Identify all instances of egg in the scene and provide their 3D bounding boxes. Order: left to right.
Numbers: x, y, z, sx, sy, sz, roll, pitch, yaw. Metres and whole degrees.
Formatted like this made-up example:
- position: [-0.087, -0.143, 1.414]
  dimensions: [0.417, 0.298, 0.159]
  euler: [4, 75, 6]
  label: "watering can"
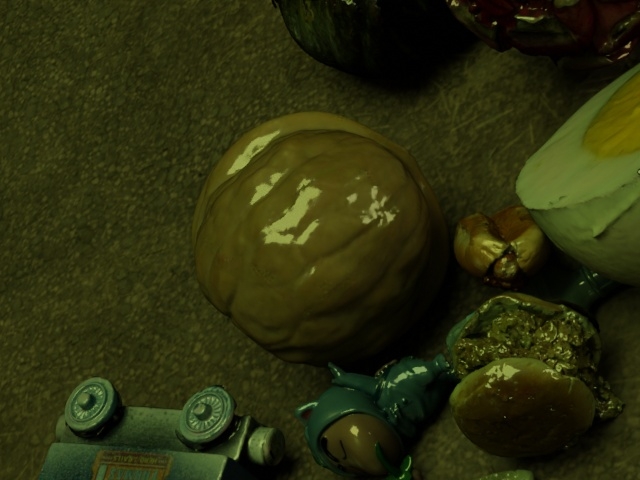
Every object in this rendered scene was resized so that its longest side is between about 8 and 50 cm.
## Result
- position: [0.363, -0.059, 1.791]
  dimensions: [0.337, 0.201, 0.337]
  euler: [-33, 11, 8]
  label: "egg"

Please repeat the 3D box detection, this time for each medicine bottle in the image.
- position: [0.229, 0.076, 1.917]
  dimensions: [0.208, 0.054, 0.090]
  euler: [-33, 40, 15]
  label: "medicine bottle"

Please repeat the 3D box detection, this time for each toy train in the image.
- position: [-0.189, 0.266, 2.059]
  dimensions: [0.299, 0.131, 0.202]
  euler: [0, 60, 34]
  label: "toy train"

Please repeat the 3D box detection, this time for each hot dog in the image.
- position: [0.192, 0.011, 1.916]
  dimensions: [0.102, 0.076, 0.249]
  euler: [-12, 6, 1]
  label: "hot dog"

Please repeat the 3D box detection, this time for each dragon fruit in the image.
- position: [0.275, -0.349, 2.009]
  dimensions: [0.329, 0.329, 0.329]
  euler: [-21, 49, 27]
  label: "dragon fruit"

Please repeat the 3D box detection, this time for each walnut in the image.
- position: [0.000, 0.000, 2.011]
  dimensions: [0.285, 0.285, 0.296]
  euler: [-42, 4, 7]
  label: "walnut"

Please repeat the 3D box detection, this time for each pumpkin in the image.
- position: [0.077, -0.349, 2.243]
  dimensions: [0.320, 0.192, 0.320]
  euler: [-26, 43, 27]
  label: "pumpkin"

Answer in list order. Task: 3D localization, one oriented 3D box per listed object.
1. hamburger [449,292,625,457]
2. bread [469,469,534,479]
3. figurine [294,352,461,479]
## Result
- position: [0.211, 0.146, 1.821]
  dimensions: [0.131, 0.184, 0.159]
  euler: [-86, 11, -49]
  label: "hamburger"
- position: [0.126, 0.298, 1.858]
  dimensions: [0.193, 0.036, 0.112]
  euler: [-17, 52, 30]
  label: "bread"
- position: [0.071, 0.190, 1.936]
  dimensions: [0.178, 0.114, 0.144]
  euler: [-34, 46, 4]
  label: "figurine"
